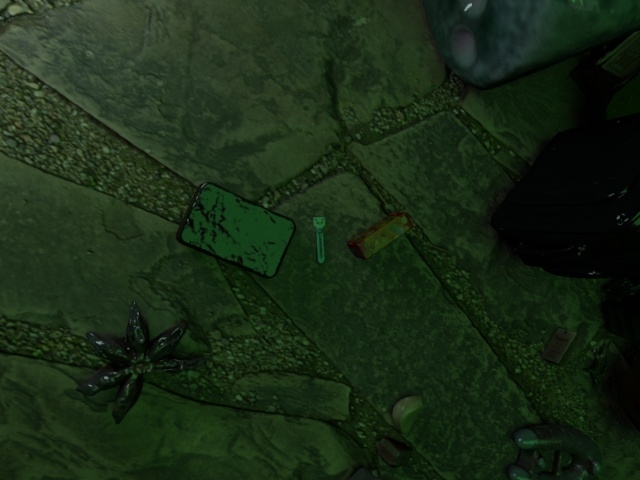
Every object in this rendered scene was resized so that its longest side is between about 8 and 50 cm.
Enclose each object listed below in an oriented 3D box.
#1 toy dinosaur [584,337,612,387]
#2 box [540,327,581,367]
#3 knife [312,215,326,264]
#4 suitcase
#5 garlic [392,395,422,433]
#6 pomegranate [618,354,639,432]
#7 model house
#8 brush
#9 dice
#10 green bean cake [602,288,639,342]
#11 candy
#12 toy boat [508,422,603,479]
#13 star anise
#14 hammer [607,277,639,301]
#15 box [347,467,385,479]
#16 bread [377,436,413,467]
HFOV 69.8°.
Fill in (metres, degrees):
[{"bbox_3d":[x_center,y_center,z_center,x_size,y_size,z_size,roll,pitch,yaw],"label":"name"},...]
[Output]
[{"bbox_3d":[0.673,0.290,1.101,0.060,0.029,0.119,37,76,-29],"label":"toy dinosaur"},{"bbox_3d":[0.548,0.244,1.045,0.024,0.053,0.083,40,82,-14],"label":"box"},{"bbox_3d":[0.000,0.000,0.906,0.027,0.010,0.096,-4,93,-15],"label":"knife"},{"bbox_3d":[0.539,-0.081,0.884,0.188,0.345,0.339,44,79,-16],"label":"suitcase"},{"bbox_3d":[0.176,0.360,0.954,0.053,0.041,0.083,17,95,-28],"label":"garlic"},{"bbox_3d":[0.862,0.382,1.029,0.323,0.291,0.291,36,82,-25],"label":"pomegranate"},{"bbox_3d":[0.698,-0.388,1.033,0.294,0.154,0.207,-41,146,5],"label":"model house"},{"bbox_3d":[-0.150,-0.017,0.838,0.197,0.059,0.123,24,84,-15],"label":"brush"},{"bbox_3d":[0.408,-0.500,0.841,0.330,0.328,0.348,-22,97,-14],"label":"dice"},{"bbox_3d":[0.780,0.173,1.048,0.181,0.173,0.094,-15,95,-17],"label":"green bean cake"},{"bbox_3d":[0.118,-0.010,0.913,0.122,0.062,0.038,-34,102,-13],"label":"candy"},{"bbox_3d":[0.539,0.499,1.034,0.227,0.085,0.155,9,88,-16],"label":"toy boat"},{"bbox_3d":[-0.325,0.206,0.795,0.208,0.063,0.172,-32,98,-12],"label":"star anise"},{"bbox_3d":[0.696,0.040,0.914,0.168,0.440,0.044,-39,68,6],"label":"hammer"},{"bbox_3d":[0.075,0.541,0.901,0.172,0.093,0.124,-38,100,-12],"label":"box"},{"bbox_3d":[0.147,0.432,0.940,0.062,0.109,0.043,20,79,28],"label":"bread"}]
